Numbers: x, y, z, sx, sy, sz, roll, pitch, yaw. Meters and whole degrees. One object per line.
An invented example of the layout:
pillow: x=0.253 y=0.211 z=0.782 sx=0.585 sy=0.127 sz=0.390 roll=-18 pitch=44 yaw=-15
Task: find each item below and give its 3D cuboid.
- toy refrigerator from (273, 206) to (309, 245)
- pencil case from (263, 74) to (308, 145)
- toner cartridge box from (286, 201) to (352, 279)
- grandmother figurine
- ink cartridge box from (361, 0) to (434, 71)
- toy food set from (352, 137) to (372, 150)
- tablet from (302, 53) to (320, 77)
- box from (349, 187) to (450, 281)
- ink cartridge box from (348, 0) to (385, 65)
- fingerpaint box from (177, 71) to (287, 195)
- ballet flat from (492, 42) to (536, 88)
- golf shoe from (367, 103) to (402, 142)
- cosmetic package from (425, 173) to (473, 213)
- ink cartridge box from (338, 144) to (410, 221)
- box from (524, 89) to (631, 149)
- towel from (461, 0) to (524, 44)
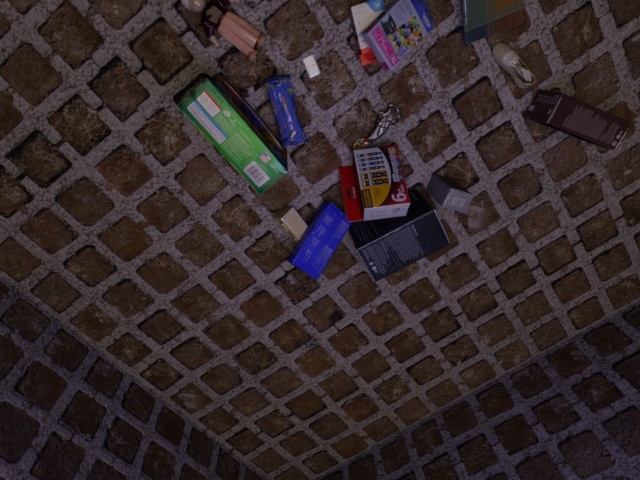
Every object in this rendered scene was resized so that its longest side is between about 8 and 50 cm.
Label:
toy refrigerator: x=-0.109 y=-0.036 z=2.029 sx=0.094 sy=0.102 sz=0.269 roll=-45 pitch=115 yaw=-17
pencil case: x=-0.150 y=-0.556 z=1.778 sx=0.119 sy=0.133 sz=0.306 roll=-14 pitch=115 yaw=5
toner cartridge box: x=0.000 y=0.000 z=1.992 sx=0.165 sy=0.075 sz=0.347 roll=39 pitch=77 yaw=-28
grandmother figurine: x=-0.387 y=-0.876 z=1.625 sx=0.342 sy=0.104 sz=0.207 roll=29 pitch=101 yaw=-20
ink cartridge box: x=0.330 y=-0.862 z=1.651 sx=0.311 sy=0.065 sz=0.186 roll=-48 pitch=121 yaw=-5
toy food set: x=0.198 y=-0.442 z=1.924 sx=0.083 sy=0.020 sz=0.083 roll=-40 pitch=112 yaw=13
tablet: x=-0.039 y=-0.750 z=1.764 sx=0.054 sy=0.006 sz=0.083 roll=-23 pitch=116 yaw=6
box: x=0.364 y=-0.033 z=1.983 sx=0.396 sy=0.293 sz=0.212 roll=-28 pitch=115 yaw=9
ink cartridge box: x=0.211 y=-0.858 z=1.695 sx=0.134 sy=0.078 sz=0.231 roll=-18 pitch=116 yaw=3
fingerpaint box: x=-0.328 y=-0.450 z=1.680 sx=0.163 sy=0.371 sz=0.445 roll=-37 pitch=112 yaw=12
ballet flat: x=0.854 y=-0.766 z=1.794 sx=0.248 sy=0.086 sz=0.086 roll=37 pitch=107 yaw=-19
golf shoe: x=0.278 y=-0.532 z=1.868 sx=0.198 sy=0.077 sz=0.094 roll=-43 pitch=97 yaw=10
cosmetic package: x=0.607 y=-0.226 z=1.945 sx=0.127 sy=0.238 sz=0.107 roll=14 pitch=116 yaw=-14
ink cartridge box: x=0.234 y=-0.256 z=1.856 sx=0.272 sy=0.309 sz=0.130 roll=-8 pitch=156 yaw=-1
box: x=1.163 y=-0.550 z=1.866 sx=0.382 sy=0.191 sz=0.143 roll=14 pitch=113 yaw=-13
towel: x=0.686 y=-1.016 z=1.632 sx=0.272 sy=0.040 sz=0.370 roll=-20 pitch=130 yaw=1
